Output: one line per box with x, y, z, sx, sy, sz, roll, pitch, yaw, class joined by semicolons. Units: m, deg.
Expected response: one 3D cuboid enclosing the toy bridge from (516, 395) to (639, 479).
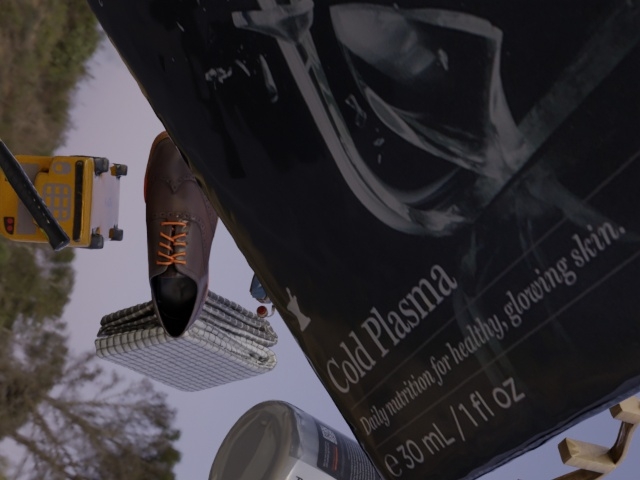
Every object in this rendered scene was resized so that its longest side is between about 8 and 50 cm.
0.273;0.219;0.887;0.188;0.063;0.026;-57;-155;37;toy bridge

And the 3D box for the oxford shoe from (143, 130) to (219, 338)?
-0.175;-0.004;1.098;0.098;0.096;0.271;-97;-173;-63;oxford shoe

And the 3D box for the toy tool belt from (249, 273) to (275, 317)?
-0.097;0.084;1.468;0.051;0.052;0.083;75;22;-66;toy tool belt

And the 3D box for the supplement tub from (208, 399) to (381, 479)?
0.006;0.229;0.763;0.117;0.190;0.117;-38;-148;29;supplement tub

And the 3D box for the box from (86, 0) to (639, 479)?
0.114;-0.172;0.480;0.297;0.472;0.480;-22;161;-31;box

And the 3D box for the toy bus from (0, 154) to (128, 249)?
-0.326;-0.053;1.127;0.332;0.130;0.108;-152;-114;-84;toy bus

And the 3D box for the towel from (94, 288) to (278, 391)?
-0.250;0.185;1.637;0.235;0.283;0.121;-17;-122;30;towel

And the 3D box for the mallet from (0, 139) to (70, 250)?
-0.245;-0.074;0.645;0.039;0.190;0.062;-34;-171;-25;mallet
